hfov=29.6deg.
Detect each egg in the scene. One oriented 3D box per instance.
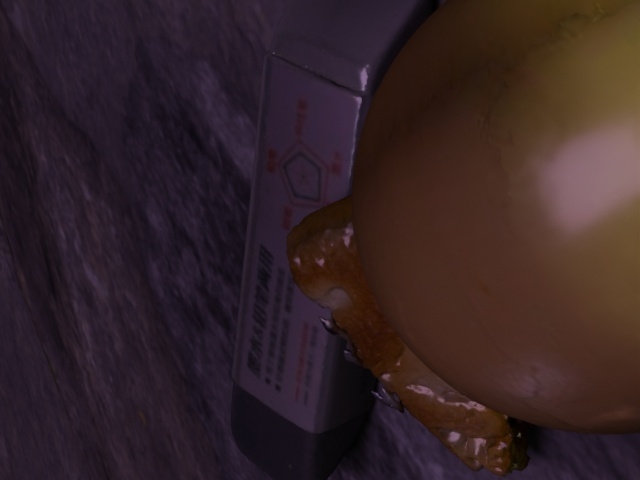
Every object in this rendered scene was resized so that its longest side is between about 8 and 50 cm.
[{"bbox_3d":[0.117,-0.025,0.480,0.201,0.201,0.244,63,165,9],"label":"egg"}]

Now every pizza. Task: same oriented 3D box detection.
[{"bbox_3d":[0.081,0.050,0.677,0.154,0.069,0.193,-8,121,36],"label":"pizza"}]

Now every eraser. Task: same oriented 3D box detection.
[{"bbox_3d":[0.000,0.000,0.760,0.089,0.061,0.351,29,124,35],"label":"eraser"}]
